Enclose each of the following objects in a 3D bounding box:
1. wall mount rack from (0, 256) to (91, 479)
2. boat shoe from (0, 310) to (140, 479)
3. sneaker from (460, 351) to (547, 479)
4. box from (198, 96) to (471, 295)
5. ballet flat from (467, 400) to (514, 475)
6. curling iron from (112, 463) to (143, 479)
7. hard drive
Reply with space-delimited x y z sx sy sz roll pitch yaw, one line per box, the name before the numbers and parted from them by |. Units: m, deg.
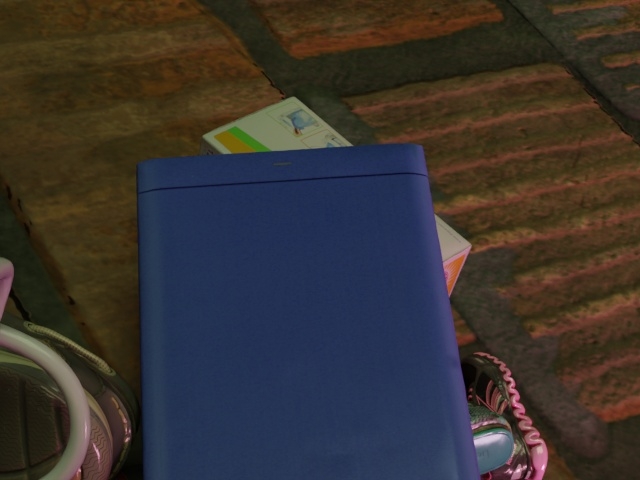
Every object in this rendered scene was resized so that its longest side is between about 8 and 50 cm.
wall mount rack | -0.323 0.118 0.870 0.350 0.304 0.130 20 13 3
boat shoe | -0.281 0.084 1.018 0.355 0.132 0.130 24 14 14
sneaker | 0.124 0.134 1.158 0.057 0.047 0.119 -12 47 -15
box | 0.000 0.000 1.200 0.203 0.114 0.103 42 46 23
ballet flat | 0.044 0.156 1.086 0.188 0.070 0.070 -11 49 -24
curling iron | -0.126 0.176 1.019 0.274 0.035 0.068 -13 43 -30
hard drive | -0.015 0.071 1.034 0.210 0.040 0.318 -4 52 -4
